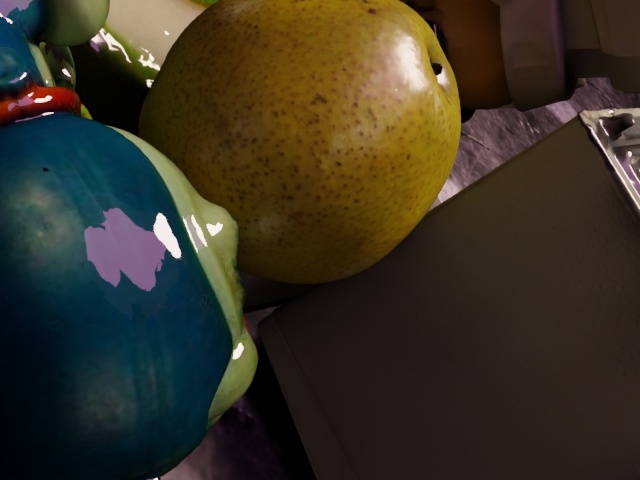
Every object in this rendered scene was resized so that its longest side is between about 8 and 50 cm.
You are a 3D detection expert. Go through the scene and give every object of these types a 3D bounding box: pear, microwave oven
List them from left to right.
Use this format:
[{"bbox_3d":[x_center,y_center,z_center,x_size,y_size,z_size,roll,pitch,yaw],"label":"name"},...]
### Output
[{"bbox_3d":[-0.010,-0.064,0.765,0.198,0.198,0.198,34,35,-28],"label":"pear"},{"bbox_3d":[0.200,0.078,0.941,0.394,0.333,0.247,-12,72,-57],"label":"microwave oven"}]

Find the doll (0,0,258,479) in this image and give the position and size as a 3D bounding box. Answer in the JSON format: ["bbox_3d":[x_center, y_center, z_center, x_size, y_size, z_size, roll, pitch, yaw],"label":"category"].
[{"bbox_3d":[-0.152,0.003,0.665,0.186,0.198,0.322,-19,68,-32],"label":"doll"}]

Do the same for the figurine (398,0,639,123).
[{"bbox_3d":[0.115,-0.156,0.872,0.308,0.308,0.143,32,49,-31],"label":"figurine"}]

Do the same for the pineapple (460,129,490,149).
[{"bbox_3d":[0.065,-0.190,1.256,0.161,0.158,0.334,21,12,28],"label":"pineapple"}]

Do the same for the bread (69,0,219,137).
[{"bbox_3d":[-0.145,-0.212,0.948,0.382,0.129,0.366,43,38,-25],"label":"bread"}]

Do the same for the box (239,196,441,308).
[{"bbox_3d":[0.000,0.000,0.963,0.243,0.103,0.055,-8,64,-56],"label":"box"}]
